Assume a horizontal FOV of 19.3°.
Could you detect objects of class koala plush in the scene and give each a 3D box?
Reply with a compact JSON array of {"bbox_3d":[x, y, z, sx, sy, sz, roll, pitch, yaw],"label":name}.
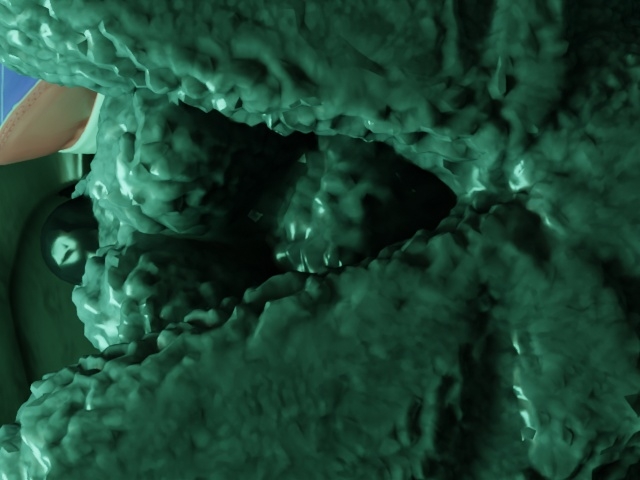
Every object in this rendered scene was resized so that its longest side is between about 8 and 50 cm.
[{"bbox_3d":[0.000,0.000,0.530,0.221,0.203,0.196,154,111,-78],"label":"koala plush"}]

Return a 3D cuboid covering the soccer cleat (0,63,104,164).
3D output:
[{"bbox_3d":[-0.112,-0.171,0.657,0.108,0.116,0.318,38,131,44],"label":"soccer cleat"}]
